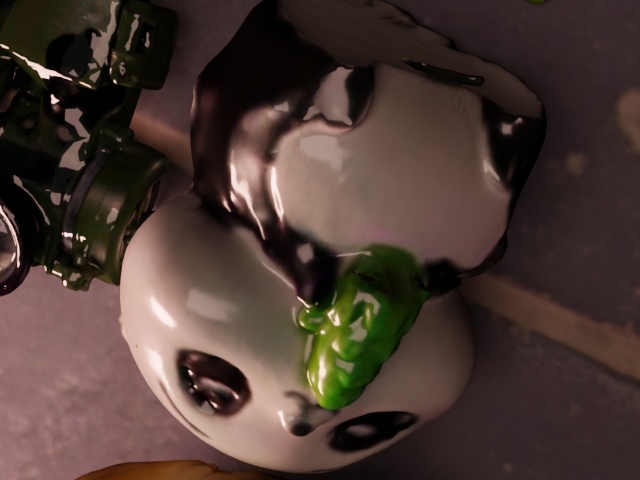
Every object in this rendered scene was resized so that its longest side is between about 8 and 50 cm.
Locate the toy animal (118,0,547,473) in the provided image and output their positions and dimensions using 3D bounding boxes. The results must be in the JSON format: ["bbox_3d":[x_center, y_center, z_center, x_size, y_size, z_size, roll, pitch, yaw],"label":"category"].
[{"bbox_3d":[0.003,0.004,1.030,0.212,0.212,0.266,22,102,12],"label":"toy animal"}]

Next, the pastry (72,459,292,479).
[{"bbox_3d":[-0.051,0.247,1.115,0.311,0.162,0.255,5,112,27],"label":"pastry"}]

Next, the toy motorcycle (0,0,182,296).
[{"bbox_3d":[-0.175,-0.106,1.110,0.205,0.127,0.275,25,109,15],"label":"toy motorcycle"}]

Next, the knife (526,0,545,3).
[{"bbox_3d":[0.066,-0.204,1.072,0.022,0.026,0.184,-43,87,-10],"label":"knife"}]
